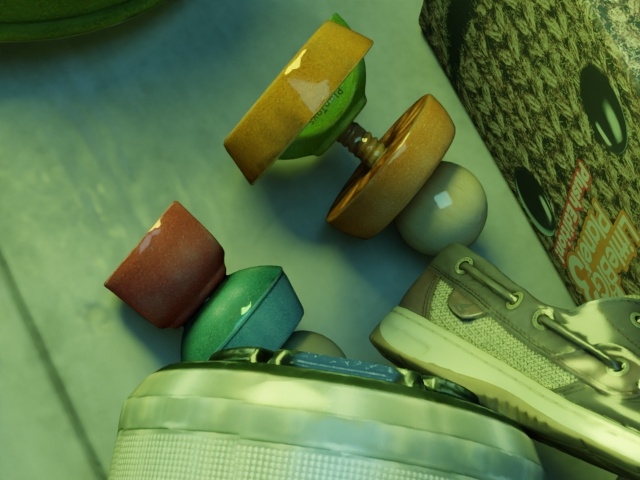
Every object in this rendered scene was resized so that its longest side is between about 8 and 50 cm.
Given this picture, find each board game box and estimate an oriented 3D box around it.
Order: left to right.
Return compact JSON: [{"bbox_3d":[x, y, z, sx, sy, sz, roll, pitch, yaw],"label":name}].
[{"bbox_3d":[0.197,-0.093,0.860,0.141,0.232,0.291,-23,71,-12],"label":"board game box"}]

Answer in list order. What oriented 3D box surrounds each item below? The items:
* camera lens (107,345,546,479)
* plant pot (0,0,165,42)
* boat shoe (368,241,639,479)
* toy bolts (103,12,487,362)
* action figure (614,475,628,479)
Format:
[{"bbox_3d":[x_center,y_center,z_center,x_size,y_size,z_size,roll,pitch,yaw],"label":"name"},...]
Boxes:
[{"bbox_3d":[-0.010,0.202,0.719,0.219,0.219,0.274,10,76,-1],"label":"camera lens"},{"bbox_3d":[-0.184,-0.367,0.839,0.366,0.353,0.367,6,61,-12],"label":"plant pot"},{"bbox_3d":[0.152,0.071,0.764,0.285,0.103,0.092,21,82,41],"label":"boat shoe"},{"bbox_3d":[0.000,0.000,0.839,0.158,0.218,0.228,40,89,-5],"label":"toy bolts"},{"bbox_3d":[0.310,0.212,0.819,0.330,0.178,0.341,14,93,8],"label":"action figure"}]
